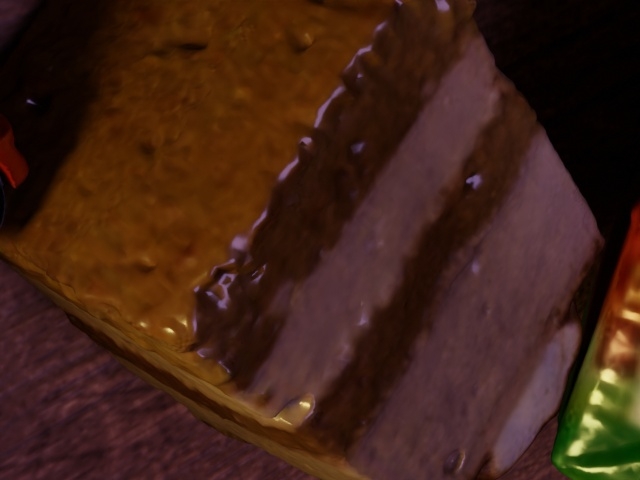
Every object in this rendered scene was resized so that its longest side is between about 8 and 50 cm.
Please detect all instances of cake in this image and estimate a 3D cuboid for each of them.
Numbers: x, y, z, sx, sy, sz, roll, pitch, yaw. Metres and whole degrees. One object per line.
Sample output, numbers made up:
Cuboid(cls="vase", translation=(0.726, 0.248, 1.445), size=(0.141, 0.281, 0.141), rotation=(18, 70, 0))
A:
Cuboid(cls="cake", translation=(0.000, 0.000, 0.606), size=(0.293, 0.199, 0.196), rotation=(44, 72, -45))

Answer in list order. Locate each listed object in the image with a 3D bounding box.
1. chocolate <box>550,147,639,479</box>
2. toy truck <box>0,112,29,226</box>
Cuboid(cls="chocolate", translation=(0.259, -0.008, 0.743), size=(0.360, 0.161, 0.341), rotation=(-13, 121, -78))
Cuboid(cls="toy truck", translation=(-0.239, -0.010, 0.453), size=(0.253, 0.107, 0.114), rotation=(-34, 125, -25))
